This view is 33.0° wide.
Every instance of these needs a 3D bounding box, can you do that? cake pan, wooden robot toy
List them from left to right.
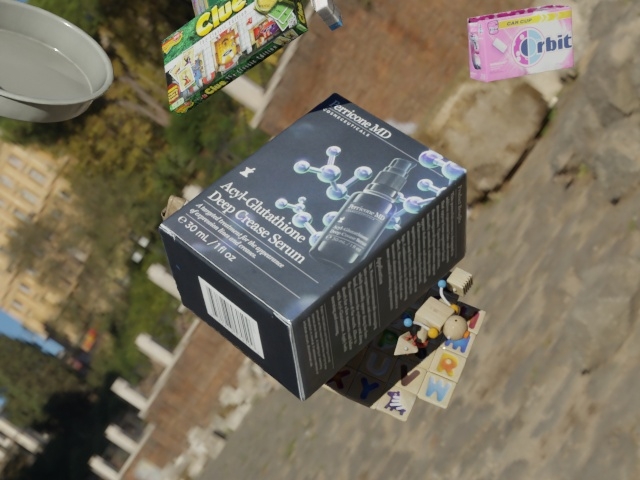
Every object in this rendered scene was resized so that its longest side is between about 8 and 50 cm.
[{"bbox_3d":[-0.463,-0.274,1.644,0.054,0.293,0.293,-63,-2,32],"label":"cake pan"},{"bbox_3d":[0.179,0.118,1.524,0.173,0.079,0.076,-44,-32,-36],"label":"wooden robot toy"}]

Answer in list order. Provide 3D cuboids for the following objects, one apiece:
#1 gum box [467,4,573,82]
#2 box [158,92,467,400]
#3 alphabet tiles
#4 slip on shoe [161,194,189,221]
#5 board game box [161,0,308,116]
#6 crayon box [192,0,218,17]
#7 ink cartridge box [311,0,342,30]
[{"bbox_3d":[0.347,-0.346,1.894,0.062,0.188,0.107,-145,46,-64],"label":"gum box"},{"bbox_3d":[0.000,0.000,1.716,0.395,0.293,0.212,-40,-34,-25],"label":"box"},{"bbox_3d":[0.135,0.161,1.969,0.011,0.285,0.343,100,-165,-51],"label":"alphabet tiles"},{"bbox_3d":[-0.281,-0.047,2.044,0.051,0.041,0.135,-63,8,-24],"label":"slip on shoe"},{"bbox_3d":[-0.133,-0.303,1.604,0.259,0.030,0.136,-29,55,29],"label":"board game box"},{"bbox_3d":[-0.244,-0.592,2.532,0.106,0.313,0.363,-13,5,-9],"label":"crayon box"},{"bbox_3d":[0.012,-0.478,2.224,0.028,0.083,0.048,-24,51,21],"label":"ink cartridge box"}]
